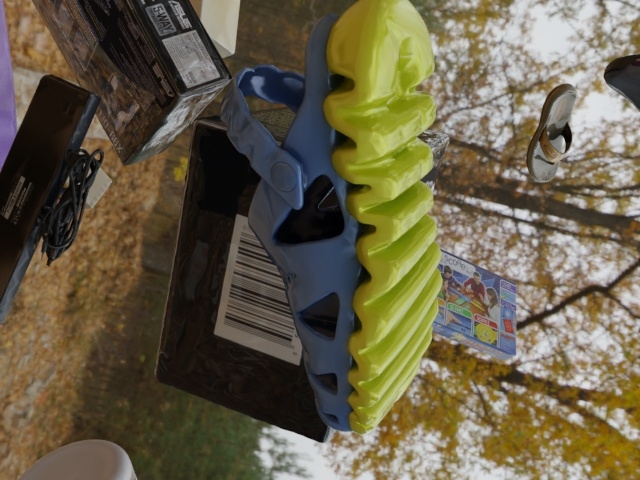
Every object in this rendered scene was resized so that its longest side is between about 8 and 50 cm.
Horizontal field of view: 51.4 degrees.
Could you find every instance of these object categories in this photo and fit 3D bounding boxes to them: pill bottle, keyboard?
[{"bbox_3d":[-0.294,0.413,0.884,0.153,0.153,0.265,-99,178,-67],"label":"pill bottle"},{"bbox_3d":[-0.211,-0.024,0.504,0.038,0.100,0.192,19,97,-55],"label":"keyboard"}]

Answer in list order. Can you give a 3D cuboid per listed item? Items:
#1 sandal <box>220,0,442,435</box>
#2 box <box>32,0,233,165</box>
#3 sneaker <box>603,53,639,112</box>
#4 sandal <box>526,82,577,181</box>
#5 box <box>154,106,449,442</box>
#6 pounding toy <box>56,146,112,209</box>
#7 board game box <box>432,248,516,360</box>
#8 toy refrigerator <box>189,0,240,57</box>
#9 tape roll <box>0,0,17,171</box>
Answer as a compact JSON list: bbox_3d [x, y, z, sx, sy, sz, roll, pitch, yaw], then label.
[{"bbox_3d":[0.009,-0.008,0.481,0.126,0.138,0.317,-31,123,-55],"label":"sandal"},{"bbox_3d":[-0.257,-0.273,0.828,0.242,0.076,0.307,-25,-86,57],"label":"box"},{"bbox_3d":[0.425,-0.134,0.763,0.083,0.223,0.098,114,-3,-82],"label":"sneaker"},{"bbox_3d":[0.386,-0.167,1.089,0.049,0.072,0.180,52,-31,43],"label":"sandal"},{"bbox_3d":[0.000,0.000,0.831,0.395,0.212,0.293,-37,142,-68],"label":"box"},{"bbox_3d":[-0.479,-0.114,1.177,0.141,0.130,0.100,56,44,-37],"label":"pounding toy"},{"bbox_3d":[0.229,0.097,1.074,0.035,0.201,0.136,-41,-149,52],"label":"board game box"},{"bbox_3d":[-0.194,-0.436,1.120,0.102,0.094,0.269,-8,-110,33],"label":"toy refrigerator"},{"bbox_3d":[-0.415,-0.202,0.760,0.275,0.090,0.275,22,-64,58],"label":"tape roll"}]
